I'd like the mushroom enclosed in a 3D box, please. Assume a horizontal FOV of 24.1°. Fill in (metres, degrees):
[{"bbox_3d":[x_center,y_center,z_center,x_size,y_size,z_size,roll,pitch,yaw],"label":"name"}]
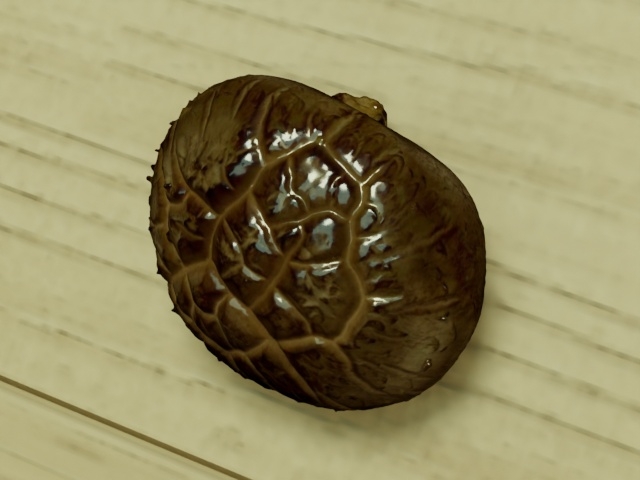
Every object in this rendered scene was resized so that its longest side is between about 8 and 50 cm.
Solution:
[{"bbox_3d":[-0.004,0.000,0.509,0.126,0.085,0.109,20,91,23],"label":"mushroom"}]
